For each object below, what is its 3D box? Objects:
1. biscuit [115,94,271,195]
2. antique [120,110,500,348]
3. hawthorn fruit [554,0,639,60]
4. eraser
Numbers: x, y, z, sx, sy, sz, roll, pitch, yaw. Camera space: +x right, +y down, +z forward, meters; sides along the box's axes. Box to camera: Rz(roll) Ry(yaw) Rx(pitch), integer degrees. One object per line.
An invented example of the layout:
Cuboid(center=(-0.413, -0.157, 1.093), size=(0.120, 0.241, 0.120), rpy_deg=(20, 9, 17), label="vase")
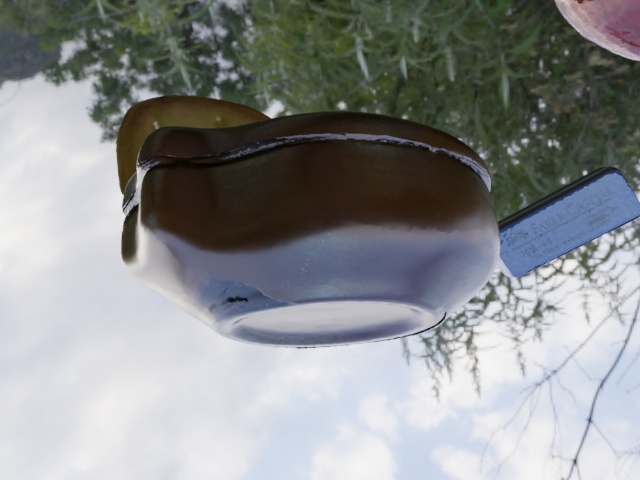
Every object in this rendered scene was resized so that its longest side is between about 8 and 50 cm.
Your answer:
Cuboid(center=(-0.108, -0.096, 1.008), size=(0.299, 0.154, 0.045), rpy_deg=(15, 170, -9), label="biscuit")
Cuboid(center=(0.000, 0.000, 0.574), size=(0.278, 0.129, 0.223), rpy_deg=(7, 158, -26), label="antique")
Cuboid(center=(0.443, -0.371, 1.022), size=(0.275, 0.275, 0.299), rpy_deg=(-28, -174, -26), label="hawthorn fruit")
Cuboid(center=(0.336, -0.023, 1.136), size=(0.225, 0.082, 0.036), rpy_deg=(-30, -167, 26), label="eraser")
